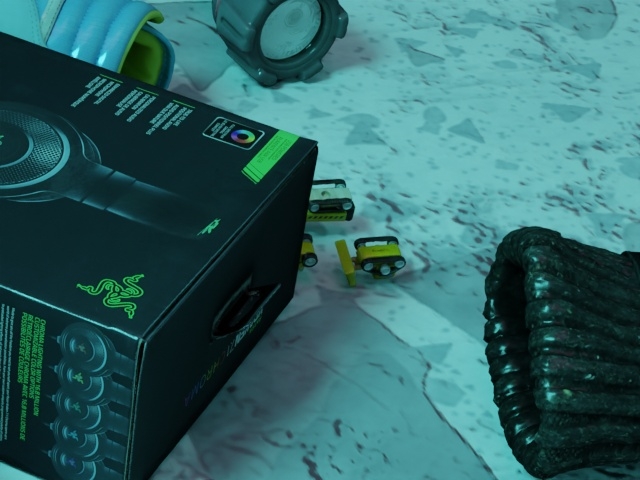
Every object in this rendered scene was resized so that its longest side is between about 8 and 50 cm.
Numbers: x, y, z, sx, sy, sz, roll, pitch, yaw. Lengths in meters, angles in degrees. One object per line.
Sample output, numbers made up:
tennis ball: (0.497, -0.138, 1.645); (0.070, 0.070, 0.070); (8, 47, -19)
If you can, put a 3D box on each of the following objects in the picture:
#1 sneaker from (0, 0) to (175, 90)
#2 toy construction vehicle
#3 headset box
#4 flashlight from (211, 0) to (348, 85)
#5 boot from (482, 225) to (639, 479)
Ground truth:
sneaker: (-0.221, -0.168, 1.362); (0.208, 0.127, 0.319); (15, 22, -18)
toy construction vehicle: (0.000, 0.000, 1.236); (0.098, 0.035, 0.086); (-5, 48, -17)
headset box: (-0.164, 0.007, 1.090); (0.283, 0.131, 0.246); (21, 36, 15)
flashlight: (-0.095, -0.244, 1.507); (0.103, 0.103, 0.304); (-16, 43, -29)
boot: (0.251, 0.112, 1.035); (0.260, 0.131, 0.348); (7, 23, -17)
